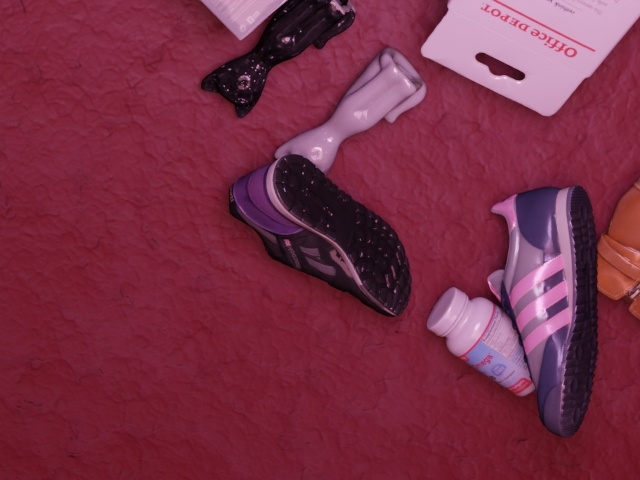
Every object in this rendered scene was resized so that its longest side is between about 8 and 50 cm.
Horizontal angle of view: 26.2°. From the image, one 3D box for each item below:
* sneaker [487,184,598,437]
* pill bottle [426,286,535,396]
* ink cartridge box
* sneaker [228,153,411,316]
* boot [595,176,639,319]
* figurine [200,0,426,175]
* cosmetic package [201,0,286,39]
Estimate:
[{"bbox_3d":[0.280,0.091,1.763,0.131,0.112,0.319,-2,81,31],"label":"sneaker"},{"bbox_3d":[0.224,0.131,1.818,0.160,0.087,0.087,33,104,-10],"label":"pill bottle"},{"bbox_3d":[0.286,-0.333,1.607,0.207,0.119,0.353,24,130,-15],"label":"ink cartridge box"},{"bbox_3d":[0.000,0.000,1.783,0.124,0.107,0.283,-18,128,43],"label":"sneaker"},{"bbox_3d":[0.499,0.032,1.776,0.283,0.109,0.220,31,104,-7],"label":"boot"},{"bbox_3d":[-0.009,-0.191,1.720,0.209,0.092,0.215,-40,105,19],"label":"figurine"},{"bbox_3d":[-0.141,-0.361,1.636,0.107,0.127,0.238,-40,106,11],"label":"cosmetic package"}]
